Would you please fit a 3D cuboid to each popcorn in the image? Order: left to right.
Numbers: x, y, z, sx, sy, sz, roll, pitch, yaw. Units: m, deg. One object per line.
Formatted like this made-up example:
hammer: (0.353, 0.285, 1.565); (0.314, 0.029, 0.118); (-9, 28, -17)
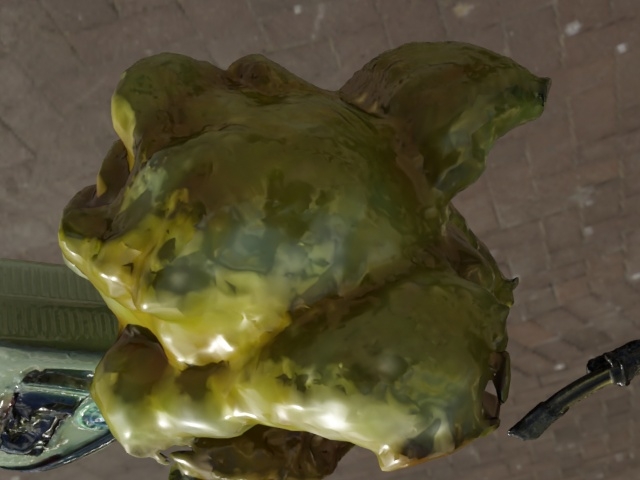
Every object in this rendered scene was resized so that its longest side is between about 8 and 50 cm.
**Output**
popcorn: (-0.001, -0.006, 0.715); (0.326, 0.290, 0.321); (-55, 176, 23)

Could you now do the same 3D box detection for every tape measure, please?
tape measure: (-0.216, 0.116, 0.908); (0.235, 0.115, 0.207); (8, 135, -28)

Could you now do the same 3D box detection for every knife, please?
knife: (0.226, 0.077, 0.768); (0.222, 0.021, 0.045); (-35, 127, 4)
